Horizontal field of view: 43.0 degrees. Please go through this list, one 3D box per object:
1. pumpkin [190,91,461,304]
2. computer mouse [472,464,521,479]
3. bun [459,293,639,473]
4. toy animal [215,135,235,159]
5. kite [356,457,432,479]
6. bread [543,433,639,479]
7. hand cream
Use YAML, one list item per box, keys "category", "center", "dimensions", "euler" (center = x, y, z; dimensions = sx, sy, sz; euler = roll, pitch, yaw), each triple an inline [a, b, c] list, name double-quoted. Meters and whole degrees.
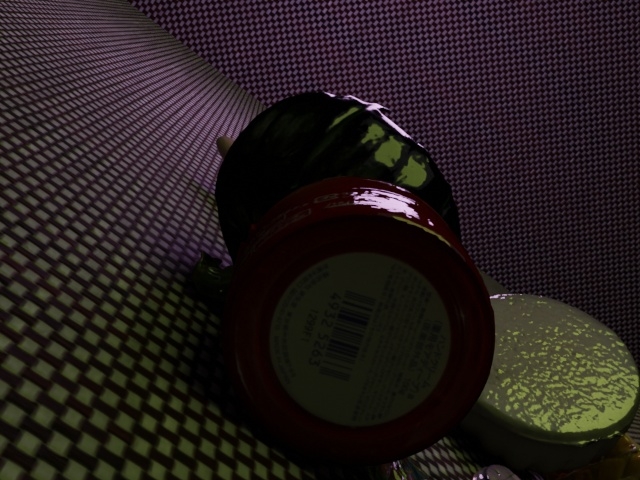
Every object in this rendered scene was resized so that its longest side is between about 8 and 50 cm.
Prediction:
- category: "pumpkin"
  center: [0.000, 0.000, 0.870]
  dimensions: [0.295, 0.296, 0.296]
  euler: [37, 10, -8]
- category: "computer mouse"
  center: [0.232, 0.313, 0.758]
  dimensions: [0.245, 0.056, 0.126]
  euler: [44, 10, 22]
- category: "bun"
  center: [0.275, 0.214, 1.079]
  dimensions: [0.263, 0.175, 0.263]
  euler: [4, 39, -3]
- category: "toy animal"
  center: [-0.037, -0.089, 1.309]
  dimensions: [0.166, 0.154, 0.250]
  euler: [-5, -13, 30]
- category: "kite"
  center: [0.092, 0.234, 0.751]
  dimensions: [0.232, 0.009, 0.189]
  euler: [34, 11, -21]
- category: "bread"
  center: [0.367, 0.296, 1.102]
  dimensions: [0.068, 0.125, 0.188]
  euler: [34, 11, -30]
- category: "hand cream"
  center: [0.028, 0.064, 0.688]
  dimensions: [0.230, 0.230, 0.149]
  euler: [37, 11, -7]
